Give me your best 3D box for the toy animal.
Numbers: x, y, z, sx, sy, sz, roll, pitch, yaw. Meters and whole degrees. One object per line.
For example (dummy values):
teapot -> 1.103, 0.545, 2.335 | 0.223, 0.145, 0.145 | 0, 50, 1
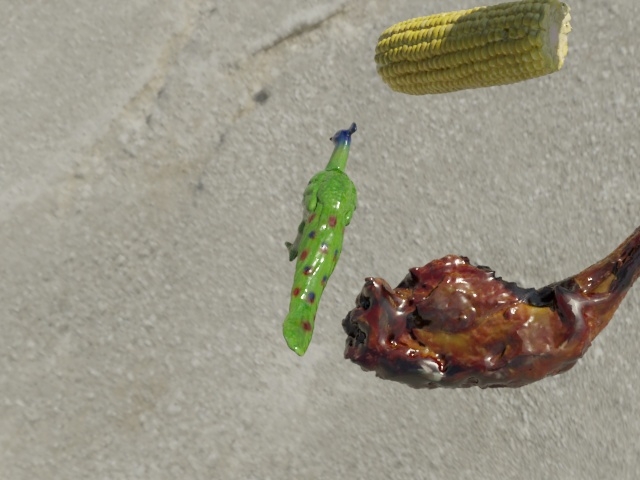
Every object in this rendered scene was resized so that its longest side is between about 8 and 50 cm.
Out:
toy animal -> -0.005, 0.008, 0.660 | 0.041, 0.075, 0.217 | 22, 50, -8

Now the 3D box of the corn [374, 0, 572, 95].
corn -> 0.165, -0.216, 1.027 | 0.244, 0.093, 0.093 | 3, 62, 49

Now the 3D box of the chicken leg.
chicken leg -> 0.218, 0.067, 0.957 | 0.407, 0.096, 0.158 | -20, 81, 11
